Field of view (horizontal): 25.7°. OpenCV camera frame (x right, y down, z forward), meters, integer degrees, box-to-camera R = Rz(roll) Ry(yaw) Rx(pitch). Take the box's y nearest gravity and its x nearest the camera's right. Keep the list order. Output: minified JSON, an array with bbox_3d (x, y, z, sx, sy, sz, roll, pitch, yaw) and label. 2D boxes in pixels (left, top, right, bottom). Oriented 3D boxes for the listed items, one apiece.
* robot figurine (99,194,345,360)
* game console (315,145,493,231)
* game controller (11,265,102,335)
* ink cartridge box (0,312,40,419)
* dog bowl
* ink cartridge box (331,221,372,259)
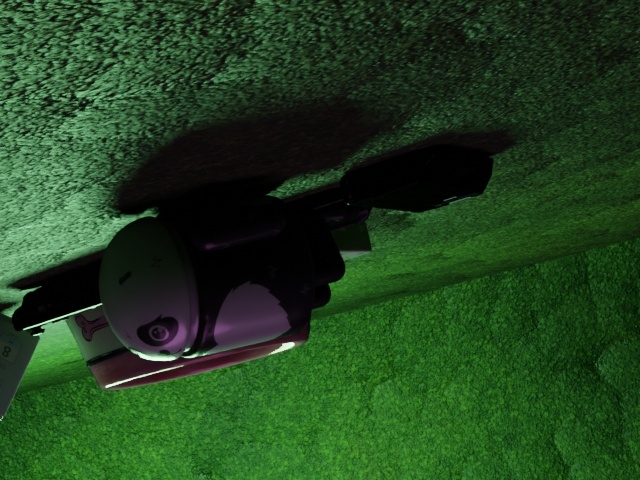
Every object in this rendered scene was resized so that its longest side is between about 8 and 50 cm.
[{"bbox_3d":[-0.114,0.044,1.614,0.278,0.209,0.173,-10,-158,-27],"label":"robot figurine"},{"bbox_3d":[0.031,-0.043,1.756,0.361,0.044,0.213,-17,170,25],"label":"game console"},{"bbox_3d":[-0.273,0.066,1.930,0.319,0.067,0.166,-17,172,32],"label":"game controller"},{"bbox_3d":[-0.597,0.318,2.157,0.091,0.385,0.308,33,149,-25],"label":"ink cartridge box"},{"bbox_3d":[-0.197,0.128,2.222,0.408,0.150,0.408,-13,172,-2],"label":"dog bowl"},{"bbox_3d":[0.000,0.000,1.939,0.209,0.062,0.109,-18,171,27],"label":"ink cartridge box"}]
